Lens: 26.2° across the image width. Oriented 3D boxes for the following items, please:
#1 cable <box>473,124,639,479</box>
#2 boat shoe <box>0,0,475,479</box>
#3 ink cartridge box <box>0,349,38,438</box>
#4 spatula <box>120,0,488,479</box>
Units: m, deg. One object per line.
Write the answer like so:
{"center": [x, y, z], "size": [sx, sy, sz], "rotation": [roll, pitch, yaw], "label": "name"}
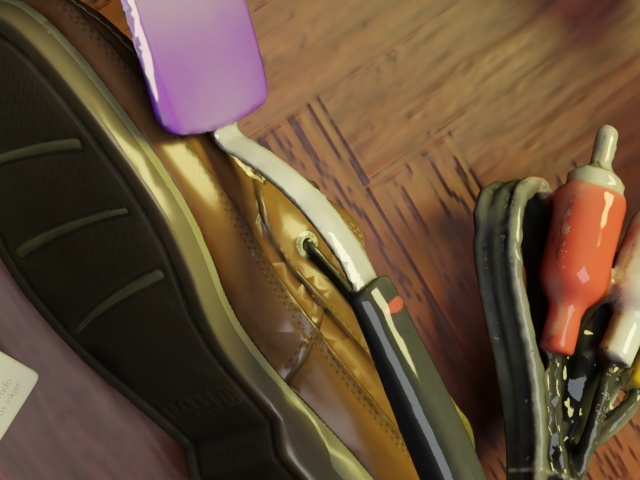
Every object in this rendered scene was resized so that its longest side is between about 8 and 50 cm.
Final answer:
{"center": [0.116, 0.082, 0.616], "size": [0.139, 0.072, 0.287], "rotation": [33, 58, -33], "label": "cable"}
{"center": [-0.040, 0.019, 0.584], "size": [0.104, 0.111, 0.307], "rotation": [-46, 113, -38], "label": "boat shoe"}
{"center": [-0.211, 0.050, 0.485], "size": [0.198, 0.067, 0.115], "rotation": [39, 78, -48], "label": "ink cartridge box"}
{"center": [0.000, 0.000, 0.523], "size": [0.296, 0.030, 0.084], "rotation": [60, 32, -1], "label": "spatula"}
